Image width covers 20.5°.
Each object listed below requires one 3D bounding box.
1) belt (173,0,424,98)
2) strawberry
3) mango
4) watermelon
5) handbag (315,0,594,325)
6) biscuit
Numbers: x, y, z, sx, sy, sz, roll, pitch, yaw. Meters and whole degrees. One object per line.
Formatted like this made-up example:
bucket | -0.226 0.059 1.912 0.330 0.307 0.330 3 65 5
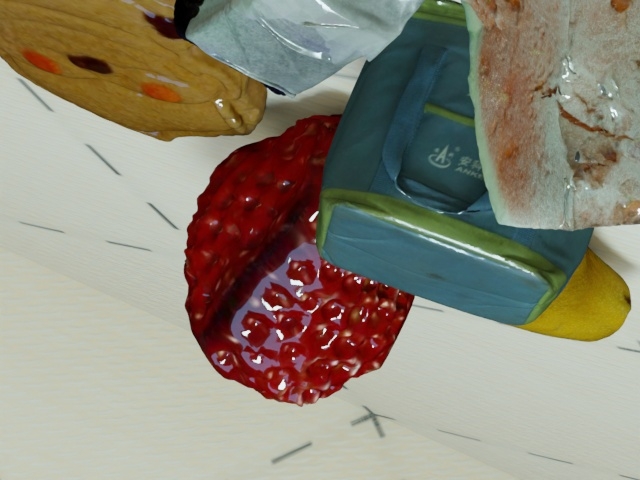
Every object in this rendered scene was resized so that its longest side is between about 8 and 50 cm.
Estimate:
belt | -0.016 -0.237 1.476 0.164 0.184 0.289 34 153 -24
strawberry | 0.000 0.000 2.035 0.295 0.317 0.345 36 142 -3
mango | 0.225 0.023 2.045 0.187 0.144 0.359 9 162 40
watermelon | 0.207 -0.162 1.369 0.224 0.305 0.180 -3 -174 19
handbag | 0.142 -0.072 1.689 0.263 0.241 0.222 17 162 7
biscuit | -0.241 -0.223 1.976 0.350 0.078 0.455 19 163 17
